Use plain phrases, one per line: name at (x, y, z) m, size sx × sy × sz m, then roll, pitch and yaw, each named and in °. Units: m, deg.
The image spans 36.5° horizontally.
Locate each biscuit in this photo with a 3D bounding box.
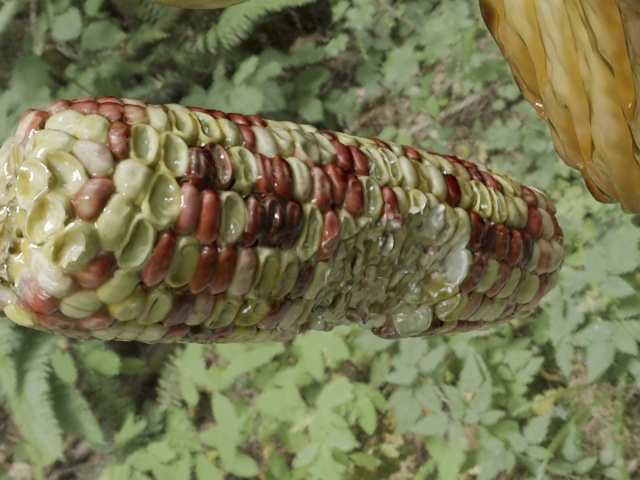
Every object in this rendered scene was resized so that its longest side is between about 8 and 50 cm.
biscuit at (0.147, -0.165, 0.531) m, size 0.107 × 0.326 × 0.326 m, roll -25°, pitch 31°, yaw 1°

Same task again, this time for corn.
corn at (0.000, 0.000, 0.425) m, size 0.098 × 0.289 × 0.098 m, roll -15°, pitch 72°, yaw 55°

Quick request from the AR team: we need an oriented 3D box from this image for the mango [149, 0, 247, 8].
mango at (-0.150, -0.360, 0.854) m, size 0.232 × 0.300 × 0.445 m, roll -28°, pitch 40°, yaw -24°
